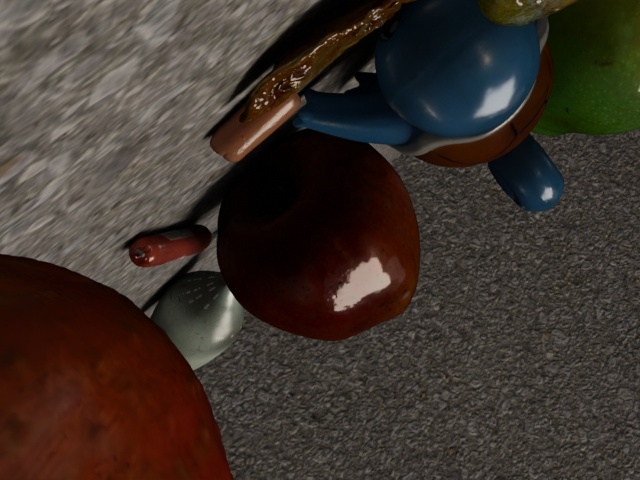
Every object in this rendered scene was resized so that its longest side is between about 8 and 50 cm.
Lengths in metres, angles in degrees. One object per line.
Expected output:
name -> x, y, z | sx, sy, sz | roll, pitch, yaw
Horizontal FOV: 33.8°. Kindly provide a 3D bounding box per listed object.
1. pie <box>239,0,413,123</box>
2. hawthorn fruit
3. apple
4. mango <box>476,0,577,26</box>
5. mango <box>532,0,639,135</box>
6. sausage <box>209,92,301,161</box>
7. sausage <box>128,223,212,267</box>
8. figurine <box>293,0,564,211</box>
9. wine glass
pie -> 0.016, -0.159, 0.801 | 0.191, 0.033, 0.088 | -39, -173, -20
hawthorn fruit -> -0.162, 0.133, 0.449 | 0.275, 0.275, 0.300 | -44, 169, 34
apple -> -0.002, 0.001, 1.152 | 0.234, 0.234, 0.234 | -42, 178, -2
mango -> 0.227, -0.271, 0.743 | 0.316, 0.146, 0.192 | -37, 138, -9
mango -> 0.316, -0.223, 1.237 | 0.201, 0.225, 0.382 | -48, 178, -18
sausage -> -0.053, -0.097, 0.849 | 0.083, 0.034, 0.034 | -41, 178, 8
sausage -> -0.151, 0.005, 1.087 | 0.034, 0.034, 0.253 | -43, 178, 8
figurine -> 0.131, -0.160, 1.067 | 0.298, 0.243, 0.416 | -34, 159, 9
wine glass -> -0.151, 0.084, 1.482 | 0.241, 0.126, 0.126 | -46, 176, 37
